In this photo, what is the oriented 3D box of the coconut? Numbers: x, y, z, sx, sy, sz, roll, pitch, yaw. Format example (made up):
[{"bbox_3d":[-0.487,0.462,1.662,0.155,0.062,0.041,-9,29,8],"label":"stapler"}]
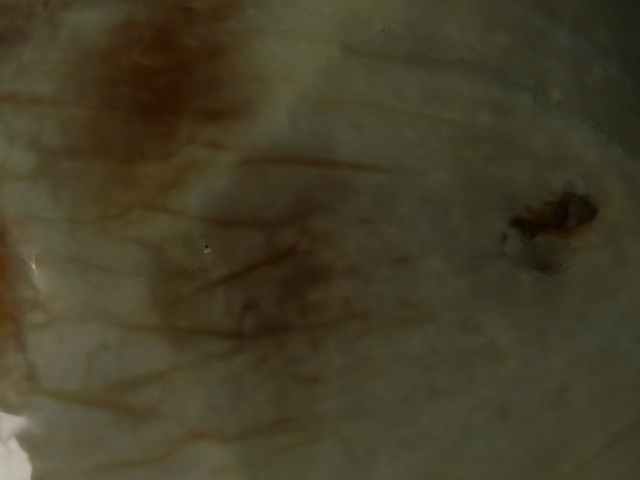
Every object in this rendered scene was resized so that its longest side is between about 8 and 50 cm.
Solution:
[{"bbox_3d":[0.000,0.000,0.628,0.415,0.415,0.344,50,-138,0],"label":"coconut"}]
